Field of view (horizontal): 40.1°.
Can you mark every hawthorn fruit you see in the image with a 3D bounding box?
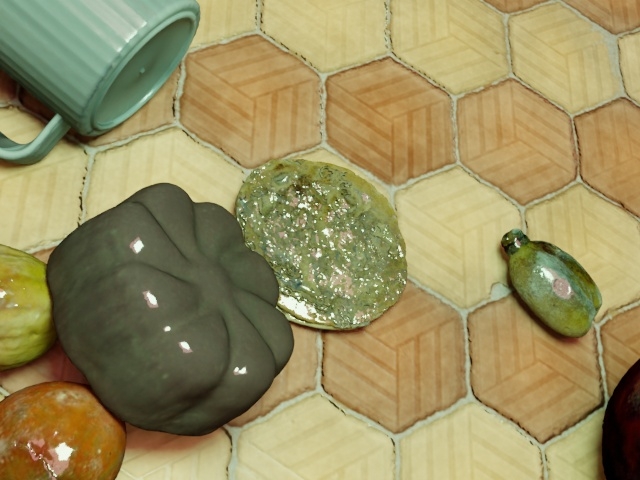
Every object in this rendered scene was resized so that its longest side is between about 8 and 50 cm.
[{"bbox_3d":[-0.307,0.239,1.001,0.173,0.173,0.173,7,65,-15],"label":"hawthorn fruit"}]

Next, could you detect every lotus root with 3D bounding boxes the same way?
[{"bbox_3d":[0.348,0.061,1.341,0.192,0.088,0.113,47,45,7],"label":"lotus root"}]

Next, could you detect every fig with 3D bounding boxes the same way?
[{"bbox_3d":[-0.348,0.084,1.087,0.257,0.159,0.159,9,62,-38],"label":"fig"}]

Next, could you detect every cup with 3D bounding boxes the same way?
[{"bbox_3d":[-0.370,-0.304,1.171,0.311,0.257,0.331,41,59,1],"label":"cup"}]

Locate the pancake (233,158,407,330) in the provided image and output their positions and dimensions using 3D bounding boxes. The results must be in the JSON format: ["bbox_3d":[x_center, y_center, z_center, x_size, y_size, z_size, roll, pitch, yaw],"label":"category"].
[{"bbox_3d":[0.001,0.000,1.274,0.282,0.049,0.282,7,65,-16],"label":"pancake"}]

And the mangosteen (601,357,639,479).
[{"bbox_3d":[0.593,0.302,1.154,0.381,0.381,0.421,-30,78,-27],"label":"mangosteen"}]

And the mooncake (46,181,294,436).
[{"bbox_3d":[-0.172,0.077,1.066,0.306,0.154,0.306,37,32,-28],"label":"mooncake"}]
